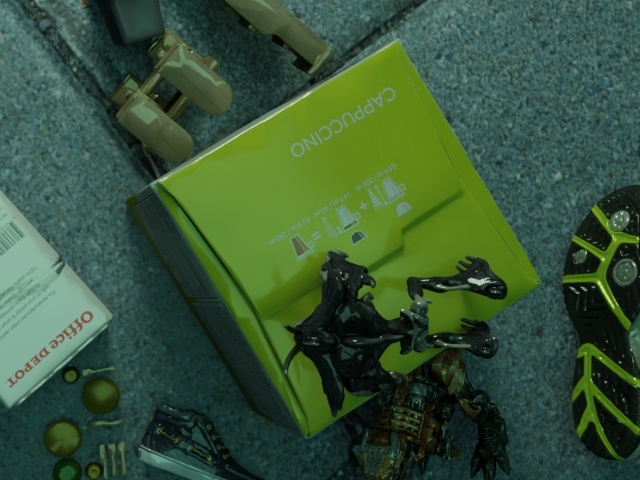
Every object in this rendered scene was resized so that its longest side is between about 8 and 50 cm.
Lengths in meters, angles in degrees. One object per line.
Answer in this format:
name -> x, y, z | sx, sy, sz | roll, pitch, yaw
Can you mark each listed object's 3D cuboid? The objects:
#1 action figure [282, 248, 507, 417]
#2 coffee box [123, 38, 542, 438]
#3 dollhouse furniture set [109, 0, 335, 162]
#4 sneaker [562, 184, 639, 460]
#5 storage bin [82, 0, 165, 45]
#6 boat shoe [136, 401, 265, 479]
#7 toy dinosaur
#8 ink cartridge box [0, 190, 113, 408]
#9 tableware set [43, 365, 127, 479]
action figure -> 0.058, 0.091, 1.337 | 0.275, 0.141, 0.164 | -5, 94, -31
coffee box -> 0.000, 0.000, 1.565 | 0.337, 0.334, 0.338 | -32, 95, -13
dollhouse furniture set -> -0.127, -0.199, 1.585 | 0.161, 0.212, 0.242 | 39, 93, -19
sneaker -> 0.435, 0.115, 1.789 | 0.147, 0.145, 0.385 | 12, 81, -44
storage bin -> -0.250, -0.298, 1.626 | 0.098, 0.135, 0.091 | -18, 102, -14
boat shoe -> -0.142, 0.276, 1.658 | 0.183, 0.065, 0.083 | 22, 84, -11
toy dinosaur -> 0.154, 0.203, 1.644 | 0.322, 0.164, 0.218 | -44, 128, -21
ink cartridge box -> -0.401, 0.067, 1.585 | 0.172, 0.100, 0.237 | -42, 97, -12
tableware set -> -0.306, 0.239, 1.644 | 0.104, 0.024, 0.154 | -7, 91, -11
